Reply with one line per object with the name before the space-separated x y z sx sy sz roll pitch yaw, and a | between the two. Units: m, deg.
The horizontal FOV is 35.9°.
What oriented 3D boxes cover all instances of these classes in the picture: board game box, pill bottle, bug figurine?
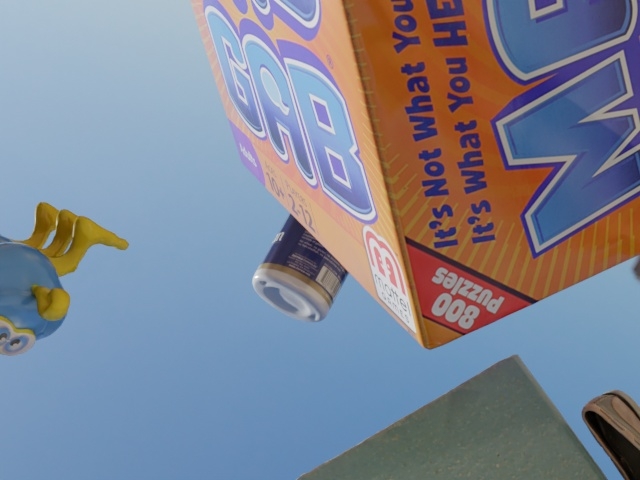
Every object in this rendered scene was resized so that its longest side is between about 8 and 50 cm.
board game box | 0.112 -0.215 0.680 0.356 0.356 0.356 -23 -150 -13
pill bottle | 0.000 0.000 1.126 0.094 0.169 0.094 24 155 12
bug figurine | -0.213 -0.035 0.323 0.279 0.072 0.216 31 171 -38

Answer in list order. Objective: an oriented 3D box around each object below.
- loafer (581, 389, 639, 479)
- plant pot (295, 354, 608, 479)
loafer | 0.223 0.160 0.675 0.039 0.045 0.125 -7 -127 -44
plant pot | 0.101 0.283 0.689 0.247 0.248 0.252 -24 -122 -31
